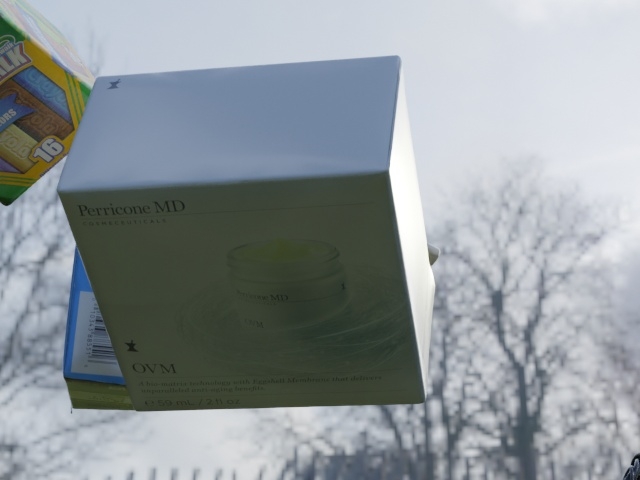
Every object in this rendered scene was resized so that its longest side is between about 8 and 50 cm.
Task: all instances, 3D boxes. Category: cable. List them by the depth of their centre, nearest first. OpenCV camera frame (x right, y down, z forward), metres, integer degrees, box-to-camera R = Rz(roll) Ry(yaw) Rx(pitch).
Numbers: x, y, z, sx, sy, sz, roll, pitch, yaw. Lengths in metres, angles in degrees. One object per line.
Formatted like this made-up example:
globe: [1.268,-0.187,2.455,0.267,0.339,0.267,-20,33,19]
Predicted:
cable: [0.415,0.374,2.088,0.150,0.047,0.184,-37,-22,-19]

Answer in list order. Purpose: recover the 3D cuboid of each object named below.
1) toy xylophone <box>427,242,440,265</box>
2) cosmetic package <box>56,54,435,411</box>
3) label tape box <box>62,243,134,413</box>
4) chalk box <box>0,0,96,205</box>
toy xylophone: [0.000,0.000,1.755,0.323,0.081,0.236,31,-16,-14]
cosmetic package: [-0.042,0.000,1.055,0.224,0.138,0.224,-3,-50,11]
label tape box: [-0.293,0.109,2.055,0.106,0.240,0.333,6,-15,-6]
chalk box: [-0.296,-0.150,1.200,0.132,0.132,0.213,-40,-35,5]
